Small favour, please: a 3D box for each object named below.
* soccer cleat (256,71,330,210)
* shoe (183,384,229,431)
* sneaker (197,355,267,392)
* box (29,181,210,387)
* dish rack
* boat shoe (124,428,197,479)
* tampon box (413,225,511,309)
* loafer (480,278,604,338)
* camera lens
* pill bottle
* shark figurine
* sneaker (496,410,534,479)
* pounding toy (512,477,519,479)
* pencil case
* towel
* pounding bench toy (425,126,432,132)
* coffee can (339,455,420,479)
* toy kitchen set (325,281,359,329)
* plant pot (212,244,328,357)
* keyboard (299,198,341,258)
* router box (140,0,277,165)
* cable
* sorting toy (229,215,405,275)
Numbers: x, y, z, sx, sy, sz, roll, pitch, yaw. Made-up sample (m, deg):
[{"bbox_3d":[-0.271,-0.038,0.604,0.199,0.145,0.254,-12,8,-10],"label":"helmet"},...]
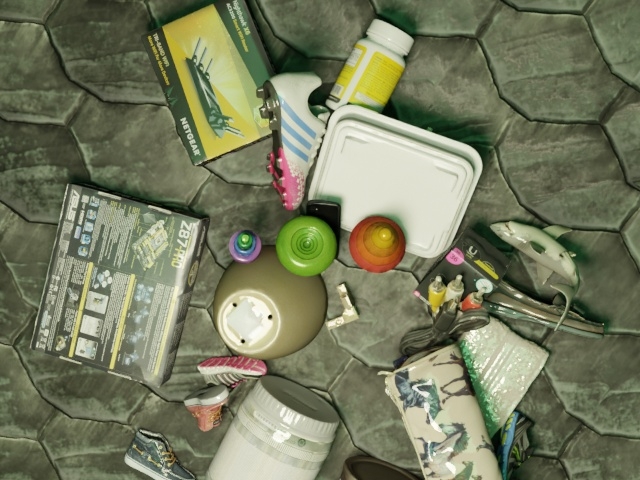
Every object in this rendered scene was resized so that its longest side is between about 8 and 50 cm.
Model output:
[{"bbox_3d":[-0.041,-0.203,1.755,0.143,0.116,0.331,-18,135,-14],"label":"soccer cleat"},{"bbox_3d":[-0.239,0.374,1.863,0.063,0.178,0.081,-32,96,-35],"label":"shoe"},{"bbox_3d":[-0.193,0.305,1.885,0.170,0.063,0.075,-4,110,23],"label":"sneaker"},{"bbox_3d":[-0.452,0.096,1.887,0.318,0.097,0.395,15,96,7],"label":"box"},{"bbox_3d":[0.146,-0.108,1.759,0.332,0.072,0.286,19,123,3],"label":"dish rack"},{"bbox_3d":[-0.356,0.503,1.922,0.183,0.065,0.083,23,98,5],"label":"boat shoe"},{"bbox_3d":[0.297,0.077,1.763,0.120,0.101,0.161,38,135,3],"label":"tampon box"},{"bbox_3d":[0.480,0.142,1.793,0.267,0.096,0.084,14,90,7],"label":"loafer"},{"bbox_3d":[-0.105,0.460,1.814,0.219,0.219,0.274,27,97,3],"label":"camera lens"},{"bbox_3d":[0.107,-0.353,1.779,0.119,0.119,0.209,29,97,3],"label":"pill bottle"},{"bbox_3d":[0.483,0.064,1.758,0.166,0.278,0.116,-5,129,-20],"label":"shark figurine"},{"bbox_3d":[0.420,0.464,1.807,0.078,0.067,0.188,23,64,-3],"label":"sneaker"},{"bbox_3d":[0.434,0.624,1.832,0.206,0.094,0.181,-13,93,7],"label":"pounding toy"},{"bbox_3d":[0.264,0.428,1.735,0.183,0.160,0.411,-19,84,4],"label":"pencil case"},{"bbox_3d":[0.347,0.311,1.840,0.187,0.049,0.282,33,97,2],"label":"towel"},{"bbox_3d":[0.230,-0.197,1.811,0.065,0.052,0.083,-31,90,8],"label":"pounding bench toy"},{"bbox_3d":[0.100,0.640,1.815,0.201,0.201,0.276,20,96,4],"label":"coffee can"},{"bbox_3d":[0.036,0.147,1.851,0.075,0.068,0.083,-23,91,7],"label":"toy kitchen set"},{"bbox_3d":[-0.126,0.149,1.766,0.256,0.274,0.257,1,95,7],"label":"plant pot"},{"bbox_3d":[-0.006,-0.032,1.809,0.100,0.192,0.038,6,51,2],"label":"keyboard"},{"bbox_3d":[-0.219,-0.347,1.833,0.242,0.081,0.309,-22,92,7],"label":"router box"},{"bbox_3d":[0.263,0.171,1.766,0.139,0.287,0.072,17,56,-4],"label":"cable"},{"bbox_3d":[0.000,0.000,1.674,0.365,0.126,0.127,-1,79,-5],"label":"sorting toy"}]
